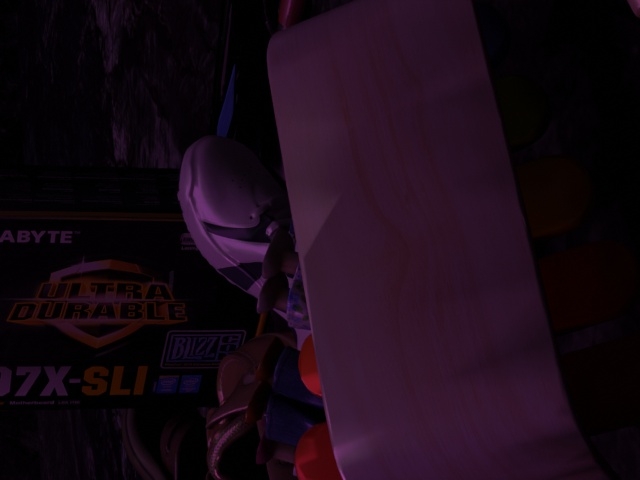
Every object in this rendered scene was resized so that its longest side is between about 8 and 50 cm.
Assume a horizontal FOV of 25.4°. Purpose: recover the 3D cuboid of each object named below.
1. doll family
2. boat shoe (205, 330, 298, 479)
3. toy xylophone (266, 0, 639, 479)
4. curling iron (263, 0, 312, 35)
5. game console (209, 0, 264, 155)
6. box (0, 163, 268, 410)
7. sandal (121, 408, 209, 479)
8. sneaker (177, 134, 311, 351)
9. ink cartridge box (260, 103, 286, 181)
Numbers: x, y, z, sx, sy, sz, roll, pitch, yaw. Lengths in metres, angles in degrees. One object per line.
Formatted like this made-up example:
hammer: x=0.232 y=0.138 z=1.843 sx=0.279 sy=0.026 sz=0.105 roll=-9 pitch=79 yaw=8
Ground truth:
doll family: x=0.044 y=0.080 z=0.829 sx=0.118 sy=0.163 sz=0.263 roll=-55 pitch=-24 yaw=-61
boat shoe: x=-0.040 y=0.151 z=1.123 sx=0.341 sy=0.110 sz=0.121 roll=-158 pitch=61 yaw=-70
toy xylophone: x=0.082 y=-0.011 z=0.699 sx=0.081 sy=0.236 sz=0.322 roll=33 pitch=-130 yaw=-58
curling iron: x=-0.006 y=-0.251 z=0.988 sx=0.274 sy=0.035 sz=0.068 roll=104 pitch=156 yaw=-46
game console: x=-0.073 y=-0.149 z=1.248 sx=0.361 sy=0.044 sz=0.213 roll=-96 pitch=13 yaw=-61
box: x=-0.211 y=0.050 z=1.337 sx=0.079 sy=0.322 sz=0.257 roll=-106 pitch=24 yaw=-44
sandal: x=-0.120 y=0.235 z=1.441 sx=0.086 sy=0.120 sz=0.303 roll=-54 pitch=31 yaw=14
sneaker: x=0.005 y=-0.003 z=0.960 sx=0.235 sy=0.094 sz=0.153 roll=59 pitch=141 yaw=14
ink cartridge box: x=0.000 y=0.000 z=1.118 sx=0.189 sy=0.066 sz=0.232 roll=176 pitch=98 yaw=-72
